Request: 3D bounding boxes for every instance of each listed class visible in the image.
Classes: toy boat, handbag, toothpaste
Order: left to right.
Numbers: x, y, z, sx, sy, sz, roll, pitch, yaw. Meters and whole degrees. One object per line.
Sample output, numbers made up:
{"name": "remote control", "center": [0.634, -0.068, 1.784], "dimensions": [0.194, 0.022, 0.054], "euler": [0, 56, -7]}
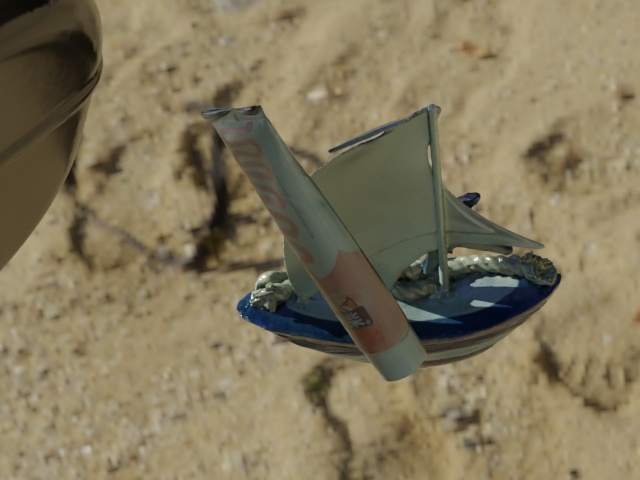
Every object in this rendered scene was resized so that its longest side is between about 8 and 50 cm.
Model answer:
{"name": "handbag", "center": [-0.211, -0.036, 0.854], "dimensions": [0.093, 0.308, 0.254], "euler": [44, 57, 10]}
{"name": "toothpaste", "center": [0.000, 0.000, 1.052], "dimensions": [0.056, 0.205, 0.036], "euler": [-2, 39, 51]}
{"name": "toy boat", "center": [0.071, 0.005, 1.162], "dimensions": [0.210, 0.291, 0.070], "euler": [5, 57, -16]}
